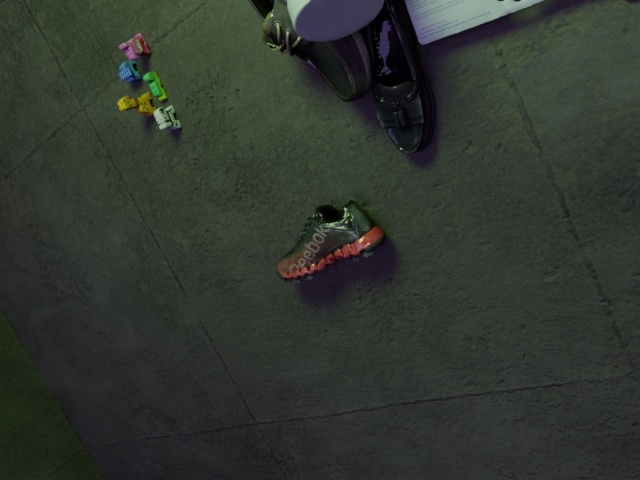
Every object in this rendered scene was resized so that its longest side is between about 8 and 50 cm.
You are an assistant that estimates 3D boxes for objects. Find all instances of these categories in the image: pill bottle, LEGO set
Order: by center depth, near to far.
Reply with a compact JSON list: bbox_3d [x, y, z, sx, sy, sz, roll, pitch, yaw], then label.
[{"bbox_3d":[-0.018,-0.491,0.813,0.188,0.188,0.334,-22,79,36],"label":"pill bottle"},{"bbox_3d":[-0.424,-0.349,1.233,0.087,0.093,0.227,-14,104,35],"label":"LEGO set"}]

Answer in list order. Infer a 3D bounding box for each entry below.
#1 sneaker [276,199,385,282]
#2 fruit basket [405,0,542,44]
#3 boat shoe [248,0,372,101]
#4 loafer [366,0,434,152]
[{"bbox_3d":[0.000,0.000,1.136,0.276,0.097,0.135,-25,97,34],"label":"sneaker"},{"bbox_3d":[0.238,-0.506,0.758,0.327,0.165,0.353,-10,121,34],"label":"fruit basket"},{"bbox_3d":[-0.048,-0.385,0.948,0.355,0.130,0.132,55,160,6],"label":"boat shoe"},{"bbox_3d":[0.124,-0.293,0.930,0.109,0.095,0.302,-2,110,30],"label":"loafer"}]
